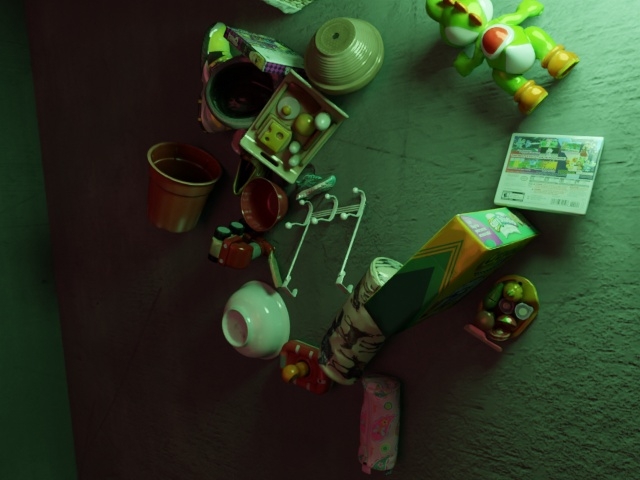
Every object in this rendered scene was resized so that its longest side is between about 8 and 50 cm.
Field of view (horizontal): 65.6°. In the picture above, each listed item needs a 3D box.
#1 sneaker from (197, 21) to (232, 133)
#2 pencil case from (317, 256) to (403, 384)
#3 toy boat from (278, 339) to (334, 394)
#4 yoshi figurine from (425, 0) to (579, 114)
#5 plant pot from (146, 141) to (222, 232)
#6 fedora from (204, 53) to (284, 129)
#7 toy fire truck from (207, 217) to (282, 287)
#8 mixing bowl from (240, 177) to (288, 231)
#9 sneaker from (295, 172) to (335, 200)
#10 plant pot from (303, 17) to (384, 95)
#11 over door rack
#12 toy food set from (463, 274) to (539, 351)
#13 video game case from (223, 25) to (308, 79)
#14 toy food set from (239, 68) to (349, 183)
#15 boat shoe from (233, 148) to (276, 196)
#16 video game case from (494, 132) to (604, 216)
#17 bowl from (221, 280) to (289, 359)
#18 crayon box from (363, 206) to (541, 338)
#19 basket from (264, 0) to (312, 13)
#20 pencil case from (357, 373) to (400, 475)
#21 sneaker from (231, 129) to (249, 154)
[{"bbox_3d":[-0.345,-0.577,1.779,0.147,0.145,0.385,3,97,8],"label":"sneaker"},{"bbox_3d":[0.139,0.246,1.454,0.160,0.183,0.410,-101,33,-53],"label":"pencil case"},{"bbox_3d":[-0.067,0.432,1.656,0.231,0.151,0.151,11,103,37],"label":"toy boat"},{"bbox_3d":[0.411,-0.472,1.178,0.362,0.203,0.203,44,162,10],"label":"yoshi figurine"},{"bbox_3d":[-0.541,-0.189,1.898,0.272,0.272,0.265,45,128,25],"label":"plant pot"},{"bbox_3d":[-0.241,-0.483,1.657,0.275,0.124,0.244,-12,89,8],"label":"fedora"},{"bbox_3d":[-0.237,0.057,1.717,0.246,0.217,0.159,27,113,17],"label":"toy fire truck"},{"bbox_3d":[-0.176,-0.125,1.703,0.181,0.098,0.182,6,99,38],"label":"mixing bowl"},{"bbox_3d":[-0.024,-0.186,1.600,0.166,0.065,0.076,-21,79,37],"label":"sneaker"},{"bbox_3d":[0.055,-0.540,1.394,0.237,0.110,0.238,-5,72,16],"label":"plant pot"},{"bbox_3d":[0.000,0.000,1.501,0.239,0.108,0.324,-8,61,40],"label":"over door rack"},{"bbox_3d":[0.455,0.190,1.259,0.128,0.071,0.218,41,119,27],"label":"toy food set"},{"bbox_3d":[-0.151,-0.577,1.539,0.210,0.232,0.042,46,123,24],"label":"video game case"},{"bbox_3d":[-0.087,-0.343,1.535,0.219,0.092,0.306,36,123,-13],"label":"toy food set"},{"bbox_3d":[-0.217,-0.284,1.710,0.110,0.104,0.308,31,114,32],"label":"boat shoe"},{"bbox_3d":[0.525,-0.157,1.150,0.201,0.023,0.184,13,82,37],"label":"video game case"},{"bbox_3d":[-0.263,0.303,1.808,0.297,0.134,0.298,6,100,39],"label":"bowl"},{"bbox_3d":[0.317,0.065,1.166,0.313,0.362,0.106,-48,67,33],"label":"crayon box"},{"bbox_3d":[-0.097,-0.882,1.403,0.266,0.331,0.329,-7,92,33],"label":"basket"},{"bbox_3d":[0.176,0.551,1.500,0.124,0.124,0.284,10,101,37],"label":"pencil case"},{"bbox_3d":[-0.276,-0.361,1.757,0.070,0.051,0.134,-41,37,26],"label":"sneaker"}]
